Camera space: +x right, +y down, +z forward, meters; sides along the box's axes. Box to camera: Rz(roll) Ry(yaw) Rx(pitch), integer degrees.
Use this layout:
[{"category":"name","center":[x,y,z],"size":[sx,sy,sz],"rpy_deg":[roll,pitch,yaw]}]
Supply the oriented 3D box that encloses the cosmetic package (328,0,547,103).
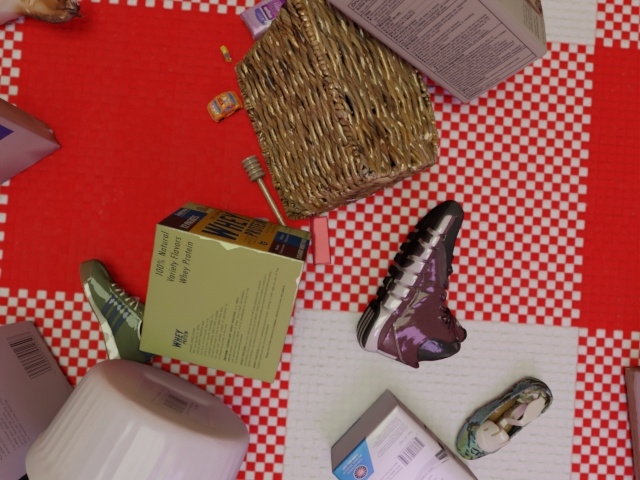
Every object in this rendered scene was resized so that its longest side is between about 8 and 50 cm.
[{"category":"cosmetic package","center":[0.172,-0.348,0.642],"size":[0.296,0.153,0.129],"rpy_deg":[23,61,-32]}]

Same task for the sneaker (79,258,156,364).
[{"category":"sneaker","center":[-0.316,0.114,0.734],"size":[0.086,0.064,0.192],"rpy_deg":[-17,94,-3]}]

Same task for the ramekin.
[{"category":"ramekin","center":[-0.236,0.281,0.631],"size":[0.277,0.277,0.135],"rpy_deg":[28,80,-1]}]

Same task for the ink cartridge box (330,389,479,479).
[{"category":"ink cartridge box","center":[0.138,0.375,0.726],"size":[0.148,0.086,0.203],"rpy_deg":[-45,91,-2]}]

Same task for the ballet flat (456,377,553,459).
[{"category":"ballet flat","center":[0.307,0.300,0.745],"size":[0.188,0.070,0.070],"rpy_deg":[-43,90,-2]}]

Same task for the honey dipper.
[{"category":"honey dipper","center":[-0.086,-0.067,0.761],"size":[0.030,0.030,0.161],"rpy_deg":[-27,92,-2]}]

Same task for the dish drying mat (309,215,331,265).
[{"category":"dish drying mat","center":[0.000,0.000,0.771],"size":[0.032,0.008,0.083],"rpy_deg":[-5,90,-1]}]

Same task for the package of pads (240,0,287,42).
[{"category":"package of pads","center":[-0.090,-0.382,0.767],"size":[0.083,0.032,0.050],"rpy_deg":[-30,92,-2]}]

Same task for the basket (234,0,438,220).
[{"category":"basket","center":[0.029,-0.214,0.735],"size":[0.213,0.223,0.299],"rpy_deg":[-21,89,-36]}]

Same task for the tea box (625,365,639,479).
[{"category":"tea box","center":[0.699,0.365,0.676],"size":[0.323,0.220,0.329],"rpy_deg":[-4,88,-3]}]

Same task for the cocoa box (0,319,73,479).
[{"category":"cocoa box","center":[-0.490,0.331,0.636],"size":[0.227,0.231,0.347],"rpy_deg":[-32,89,0]}]

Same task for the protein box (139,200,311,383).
[{"category":"protein box","center":[-0.136,0.072,0.675],"size":[0.201,0.136,0.200],"rpy_deg":[14,108,-2]}]

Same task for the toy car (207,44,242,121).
[{"category":"toy car","center":[-0.173,-0.267,0.757],"size":[0.060,0.040,0.122],"rpy_deg":[-13,89,-2]}]

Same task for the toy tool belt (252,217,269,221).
[{"category":"toy tool belt","center":[-0.124,-0.019,0.744],"size":[0.083,0.051,0.052],"rpy_deg":[-6,60,-2]}]

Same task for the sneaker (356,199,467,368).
[{"category":"sneaker","center":[0.191,0.085,0.738],"size":[0.162,0.106,0.281],"rpy_deg":[30,98,-6]}]

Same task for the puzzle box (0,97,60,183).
[{"category":"puzzle box","center":[-0.623,-0.084,0.626],"size":[0.408,0.272,0.052],"rpy_deg":[-33,85,-3]}]

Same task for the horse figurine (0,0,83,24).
[{"category":"horse figurine","center":[-0.523,-0.423,0.740],"size":[0.263,0.066,0.175],"rpy_deg":[-7,83,-4]}]
